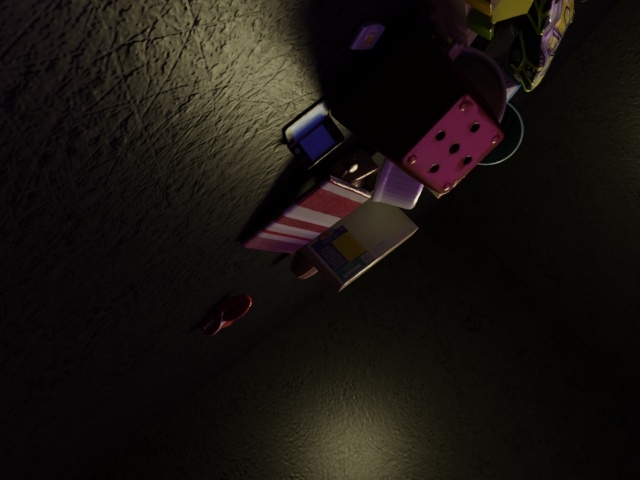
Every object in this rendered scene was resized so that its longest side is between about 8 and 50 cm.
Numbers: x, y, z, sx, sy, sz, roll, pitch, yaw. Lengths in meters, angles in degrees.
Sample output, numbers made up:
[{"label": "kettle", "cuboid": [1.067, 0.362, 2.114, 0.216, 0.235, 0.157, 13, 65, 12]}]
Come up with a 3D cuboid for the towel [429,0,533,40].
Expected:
[{"label": "towel", "cuboid": [0.368, -0.521, 1.103, 0.237, 0.021, 0.102, -15, 172, 4]}]

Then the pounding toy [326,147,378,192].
[{"label": "pounding toy", "cuboid": [0.066, -0.192, 1.384, 0.181, 0.094, 0.206, -29, 159, -14]}]

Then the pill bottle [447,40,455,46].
[{"label": "pill bottle", "cuboid": [0.359, -0.505, 1.310, 0.043, 0.043, 0.083, -41, 168, -4]}]

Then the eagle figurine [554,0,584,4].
[{"label": "eagle figurine", "cuboid": [0.583, -0.695, 1.043, 0.225, 0.298, 0.226, -16, -157, 10]}]

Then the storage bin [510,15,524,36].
[{"label": "storage bin", "cuboid": [0.714, -0.730, 1.550, 0.180, 0.084, 0.122, -46, 167, 20]}]

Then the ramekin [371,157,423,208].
[{"label": "ramekin", "cuboid": [0.266, -0.232, 1.493, 0.277, 0.135, 0.277, 21, 90, -84]}]

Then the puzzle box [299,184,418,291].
[{"label": "puzzle box", "cuboid": [0.111, -0.035, 1.632, 0.409, 0.272, 0.052, -33, 164, -33]}]

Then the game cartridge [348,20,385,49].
[{"label": "game cartridge", "cuboid": [0.091, -0.395, 0.925, 0.083, 0.017, 0.056, -28, 158, -48]}]

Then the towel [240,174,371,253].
[{"label": "towel", "cuboid": [-0.040, -0.066, 1.361, 0.329, 0.037, 0.237, -35, 157, 25]}]

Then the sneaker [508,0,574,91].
[{"label": "sneaker", "cuboid": [0.681, -0.617, 1.445, 0.147, 0.145, 0.384, -23, 147, -11]}]

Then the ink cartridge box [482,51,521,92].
[{"label": "ink cartridge box", "cuboid": [0.487, -0.473, 1.521, 0.233, 0.171, 0.168, -29, 162, -48]}]

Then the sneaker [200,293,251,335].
[{"label": "sneaker", "cuboid": [-0.331, 0.258, 1.759, 0.221, 0.087, 0.128, -32, 178, 12]}]

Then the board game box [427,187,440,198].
[{"label": "board game box", "cuboid": [0.460, -0.279, 2.055, 0.045, 0.193, 0.147, -42, 169, -5]}]

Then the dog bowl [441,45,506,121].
[{"label": "dog bowl", "cuboid": [0.342, -0.357, 1.247, 0.265, 0.265, 0.104, -46, 169, 19]}]

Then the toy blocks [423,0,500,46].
[{"label": "toy blocks", "cuboid": [0.283, -0.514, 0.807, 0.261, 0.191, 0.381, -56, 165, 11]}]

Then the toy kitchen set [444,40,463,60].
[{"label": "toy kitchen set", "cuboid": [0.293, -0.470, 1.156, 0.083, 0.075, 0.068, -50, 166, 20]}]

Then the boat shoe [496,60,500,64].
[{"label": "boat shoe", "cuboid": [0.603, -0.589, 1.745, 0.170, 0.059, 0.063, -38, 167, -19]}]

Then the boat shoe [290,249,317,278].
[{"label": "boat shoe", "cuboid": [0.000, 0.000, 1.805, 0.324, 0.122, 0.120, -50, 163, -1]}]

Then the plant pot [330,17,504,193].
[{"label": "plant pot", "cuboid": [0.232, -0.262, 1.053, 0.267, 0.235, 0.267, 26, 116, -41]}]

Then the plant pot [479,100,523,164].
[{"label": "plant pot", "cuboid": [0.698, -0.482, 1.985, 0.271, 0.272, 0.255, -51, 179, 36]}]

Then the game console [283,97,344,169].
[{"label": "game console", "cuboid": [-0.011, -0.231, 1.053, 0.122, 0.107, 0.071, -40, -164, -8]}]
